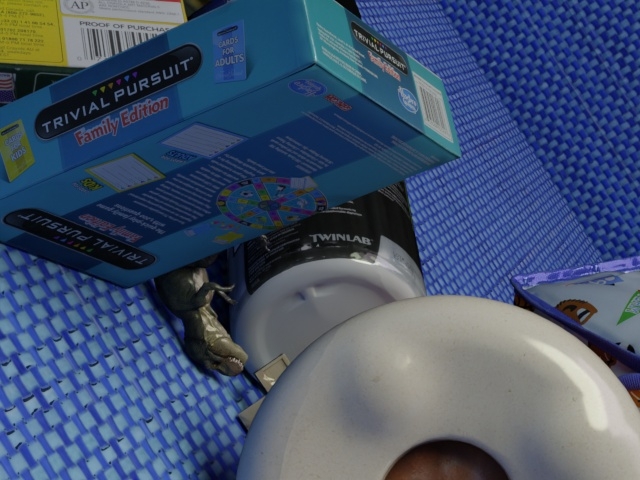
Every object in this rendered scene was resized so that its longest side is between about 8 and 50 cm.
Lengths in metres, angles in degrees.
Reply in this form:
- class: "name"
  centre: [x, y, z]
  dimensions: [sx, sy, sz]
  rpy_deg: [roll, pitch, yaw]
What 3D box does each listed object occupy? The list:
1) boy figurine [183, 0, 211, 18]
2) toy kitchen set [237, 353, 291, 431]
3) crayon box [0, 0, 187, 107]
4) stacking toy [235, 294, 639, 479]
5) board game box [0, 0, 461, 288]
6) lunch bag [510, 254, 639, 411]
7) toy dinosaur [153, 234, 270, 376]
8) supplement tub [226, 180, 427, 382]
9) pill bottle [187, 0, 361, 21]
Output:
- class: "boy figurine"
  centre: [-0.135, -0.289, 2.014]
  dimensions: [0.285, 0.092, 0.177]
  rpy_deg: [38, -14, -36]
- class: "toy kitchen set"
  centre: [-0.043, 0.160, 1.635]
  dimensions: [0.083, 0.068, 0.075]
  rpy_deg: [56, -10, -2]
- class: "crayon box"
  centre: [-0.227, -0.216, 1.542]
  dimensions: [0.202, 0.081, 0.318]
  rpy_deg: [3, 42, -15]
- class: "stacking toy"
  centre: [0.122, 0.235, 1.608]
  dimensions: [0.350, 0.351, 0.480]
  rpy_deg: [59, 2, 7]
- class: "board game box"
  centre: [-0.094, -0.075, 1.391]
  dimensions: [0.254, 0.336, 0.079]
  rpy_deg: [27, 47, -59]
- class: "lunch bag"
  centre: [0.338, 0.225, 1.660]
  dimensions: [0.385, 0.239, 0.327]
  rpy_deg: [-142, -134, -58]
- class: "toy dinosaur"
  centre: [-0.119, -0.008, 1.582]
  dimensions: [0.268, 0.118, 0.064]
  rpy_deg: [59, 6, 4]
- class: "supplement tub"
  centre: [0.000, 0.000, 1.762]
  dimensions: [0.193, 0.194, 0.316]
  rpy_deg: [47, 21, -29]
- class: "pill bottle"
  centre: [-0.073, -0.220, 1.900]
  dimensions: [0.123, 0.219, 0.123]
  rpy_deg: [49, 19, -23]
